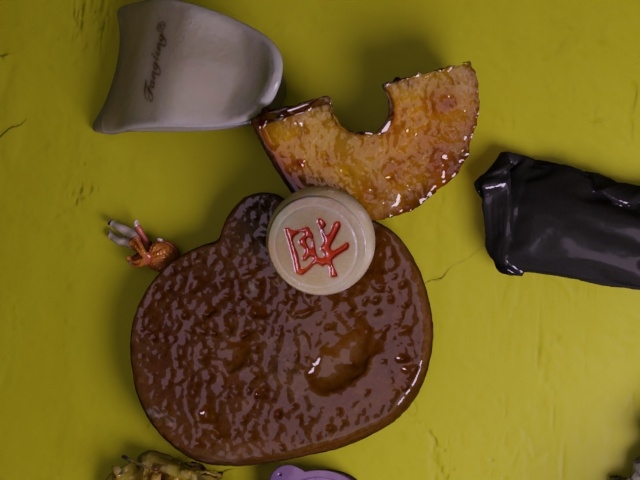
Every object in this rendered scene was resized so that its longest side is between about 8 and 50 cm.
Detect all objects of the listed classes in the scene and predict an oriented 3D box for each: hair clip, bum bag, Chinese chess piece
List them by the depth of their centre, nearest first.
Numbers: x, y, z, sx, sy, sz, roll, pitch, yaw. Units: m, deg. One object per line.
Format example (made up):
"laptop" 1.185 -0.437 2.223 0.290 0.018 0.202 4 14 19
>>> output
"bum bag" 0.318 -0.001 1.114 0.326 0.080 0.142 16 81 20
"Chinese chess piece" 0.000 0.000 1.138 0.122 0.051 0.122 3 103 12
"hair clip" -0.163 -0.202 1.248 0.282 0.113 0.172 12 87 17

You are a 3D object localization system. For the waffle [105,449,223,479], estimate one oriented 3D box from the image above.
"waffle" -0.157 0.370 1.188 0.262 0.060 0.280 -36 65 23

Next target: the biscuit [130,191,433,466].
"biscuit" -0.053 0.098 1.213 0.367 0.063 0.314 -15 76 13

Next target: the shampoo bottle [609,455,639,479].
"shampoo bottle" 0.385 0.196 1.081 0.057 0.063 0.207 43 94 5

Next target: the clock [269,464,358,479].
"clock" -0.015 0.331 1.181 0.110 0.050 0.152 17 89 17

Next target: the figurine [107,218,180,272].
"figurine" -0.226 0.008 1.282 0.109 0.047 0.064 26 120 23

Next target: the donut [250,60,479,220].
"donut" 0.062 -0.100 1.174 0.259 0.101 0.152 -11 92 10
